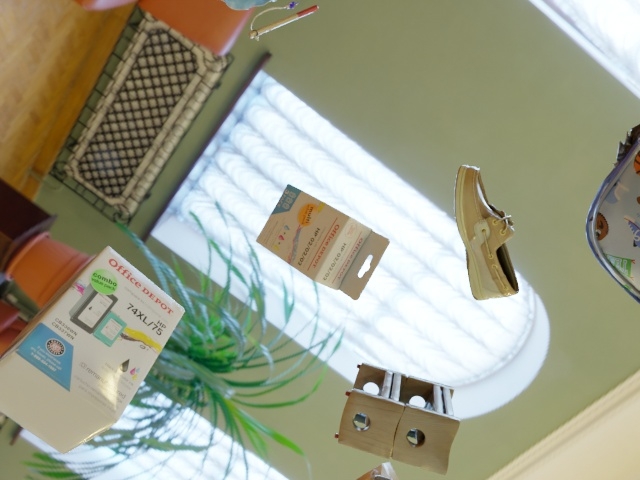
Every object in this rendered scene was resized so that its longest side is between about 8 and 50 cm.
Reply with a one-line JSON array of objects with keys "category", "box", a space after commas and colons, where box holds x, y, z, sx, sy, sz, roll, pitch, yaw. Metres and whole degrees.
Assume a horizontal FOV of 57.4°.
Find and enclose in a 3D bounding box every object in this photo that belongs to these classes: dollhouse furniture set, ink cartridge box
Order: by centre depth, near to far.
[{"category": "dollhouse furniture set", "box": [0.080, 0.266, 0.711, 0.129, 0.129, 0.183, -15, 119, -80]}, {"category": "ink cartridge box", "box": [0.000, 0.000, 0.846, 0.181, 0.062, 0.104, 31, -87, 41]}, {"category": "ink cartridge box", "box": [-0.421, 0.191, 1.049, 0.197, 0.198, 0.270, -34, -159, 33]}]

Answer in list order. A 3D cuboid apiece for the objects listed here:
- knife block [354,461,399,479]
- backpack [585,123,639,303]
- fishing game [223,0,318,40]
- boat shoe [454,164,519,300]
[{"category": "knife block", "box": [0.124, 0.477, 0.776, 0.088, 0.242, 0.275, -40, -166, 22]}, {"category": "backpack", "box": [0.395, -0.024, 0.553, 0.213, 0.276, 0.263, -25, 150, -21]}, {"category": "fishing game", "box": [-0.136, -0.385, 0.808, 0.189, 0.264, 0.041, -39, 175, -36]}, {"category": "boat shoe", "box": [0.155, -0.007, 0.535, 0.045, 0.135, 0.050, -3, -152, 31]}]
